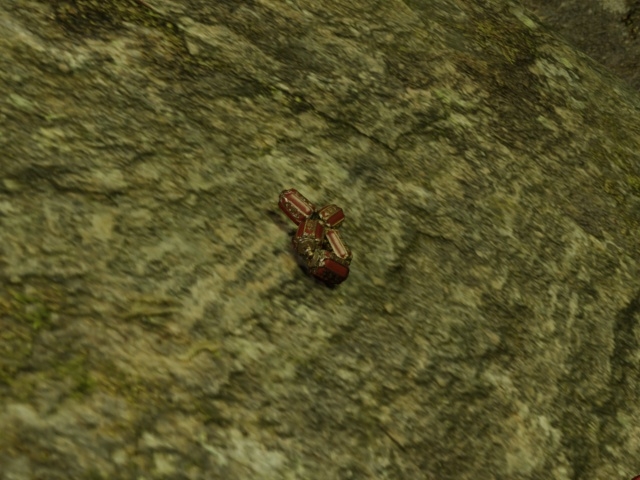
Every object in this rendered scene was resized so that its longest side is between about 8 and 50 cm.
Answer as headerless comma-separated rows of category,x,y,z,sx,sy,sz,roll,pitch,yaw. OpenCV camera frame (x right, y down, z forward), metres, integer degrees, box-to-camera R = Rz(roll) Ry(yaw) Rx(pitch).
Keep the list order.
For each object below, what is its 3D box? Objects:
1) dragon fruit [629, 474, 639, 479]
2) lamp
dragon fruit,0.213,0.233,0.723,0.237,0.231,0.302,52,31,-4
lamp,0.000,0.000,1.084,0.063,0.031,0.083,22,32,-37
